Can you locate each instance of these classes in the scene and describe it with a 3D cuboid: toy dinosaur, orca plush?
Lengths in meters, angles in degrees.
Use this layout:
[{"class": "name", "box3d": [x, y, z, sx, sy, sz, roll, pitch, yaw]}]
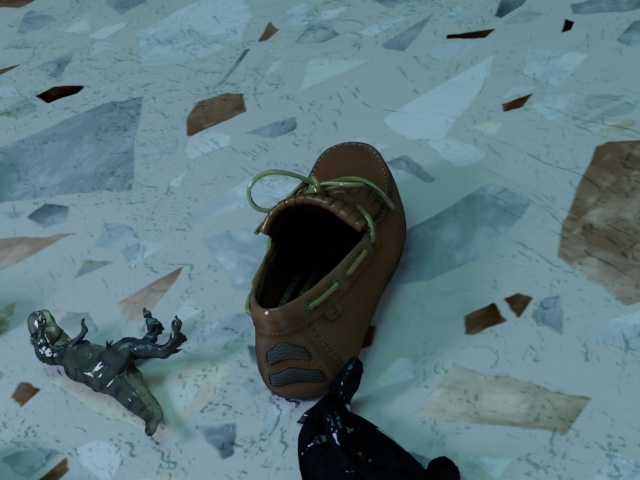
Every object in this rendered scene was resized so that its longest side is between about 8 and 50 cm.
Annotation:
[{"class": "toy dinosaur", "box3d": [-0.201, 0.123, 1.825, 0.118, 0.064, 0.268, -39, 38, -21]}, {"class": "orca plush", "box3d": [0.039, 0.180, 1.556, 0.151, 0.102, 0.287, -15, 30, 5]}]

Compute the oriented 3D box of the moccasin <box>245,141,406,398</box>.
[{"class": "moccasin", "box3d": [-0.003, 0.000, 1.829, 0.139, 0.147, 0.380, -5, 32, 24]}]
